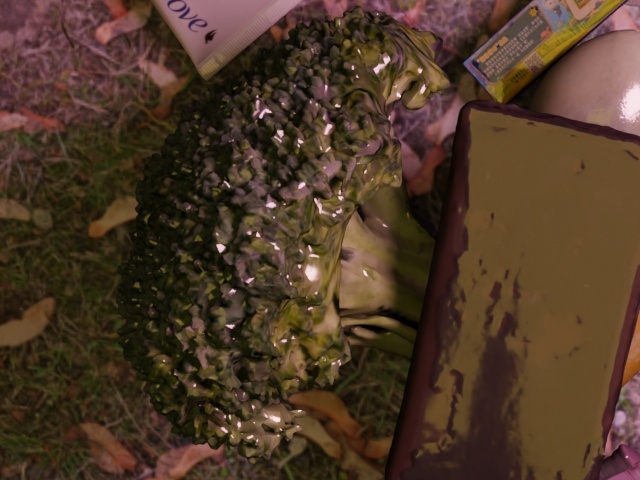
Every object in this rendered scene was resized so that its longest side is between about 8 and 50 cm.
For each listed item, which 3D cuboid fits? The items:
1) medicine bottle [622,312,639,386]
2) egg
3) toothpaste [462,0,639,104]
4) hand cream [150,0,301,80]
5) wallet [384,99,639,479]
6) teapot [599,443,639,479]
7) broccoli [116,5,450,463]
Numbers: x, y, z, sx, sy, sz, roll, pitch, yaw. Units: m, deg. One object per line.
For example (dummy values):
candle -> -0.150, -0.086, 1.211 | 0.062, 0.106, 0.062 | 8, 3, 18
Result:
medicine bottle -> 0.274, 0.011, 1.359 | 0.108, 0.108, 0.426 | 43, 110, 4
egg -> 0.217, -0.091, 1.350 | 0.114, 0.114, 0.152 | 31, 108, 8
toothpaste -> 0.206, -0.177, 1.372 | 0.193, 0.044, 0.070 | -41, 88, 21
hand cream -> -0.129, -0.260, 1.445 | 0.133, 0.083, 0.248 | -40, 98, 23
wallet -> 0.153, 0.059, 1.314 | 0.165, 0.042, 0.309 | 13, 101, 14
teapot -> 0.210, 0.222, 1.416 | 0.146, 0.116, 0.148 | -35, 132, 8
broccoli -> -0.022, -0.008, 1.399 | 0.249, 0.302, 0.375 | 14, 78, 35
